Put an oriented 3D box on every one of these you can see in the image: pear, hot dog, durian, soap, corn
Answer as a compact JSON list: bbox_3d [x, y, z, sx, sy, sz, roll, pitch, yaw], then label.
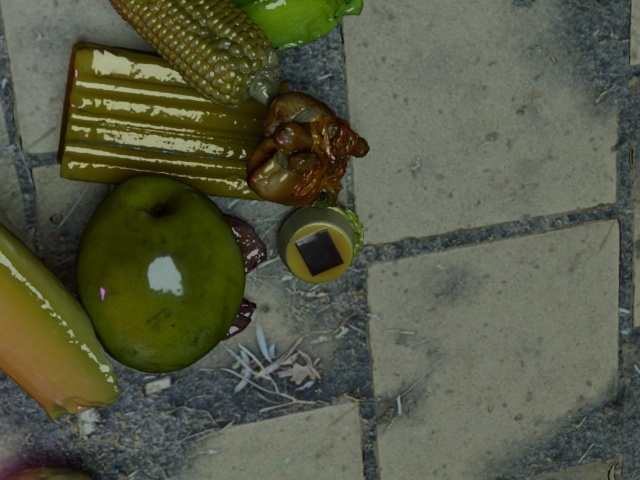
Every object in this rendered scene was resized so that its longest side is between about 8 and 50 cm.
[{"bbox_3d":[-0.235,0.057,1.754,0.252,0.253,0.307,3,131,-17],"label":"pear"},{"bbox_3d":[-0.010,-0.118,1.764,0.117,0.349,0.158,20,91,11],"label":"hot dog"},{"bbox_3d":[-0.061,-0.347,1.789,0.250,0.101,0.139,-22,148,-6],"label":"durian"},{"bbox_3d":[-0.465,0.078,1.738,0.427,0.306,0.115,50,60,-21],"label":"soap"},{"bbox_3d":[-0.218,-0.178,1.806,0.324,0.096,0.204,7,109,-19],"label":"soap"},{"bbox_3d":[-0.191,-0.308,1.691,0.347,0.130,0.130,41,96,7],"label":"corn"}]

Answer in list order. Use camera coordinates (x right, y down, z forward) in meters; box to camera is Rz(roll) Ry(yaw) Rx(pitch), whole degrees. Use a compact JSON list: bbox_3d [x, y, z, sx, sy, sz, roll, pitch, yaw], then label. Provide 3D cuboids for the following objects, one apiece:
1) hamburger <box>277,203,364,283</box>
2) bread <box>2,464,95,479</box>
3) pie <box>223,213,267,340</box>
[{"bbox_3d":[0.000,0.000,1.947,0.141,0.081,0.126,-39,115,14],"label":"hamburger"},{"bbox_3d":[-0.443,0.463,1.968,0.244,0.134,0.245,-6,115,-13],"label":"bread"},{"bbox_3d":[-0.184,0.056,1.931,0.204,0.054,0.219,20,106,-22],"label":"pie"}]
